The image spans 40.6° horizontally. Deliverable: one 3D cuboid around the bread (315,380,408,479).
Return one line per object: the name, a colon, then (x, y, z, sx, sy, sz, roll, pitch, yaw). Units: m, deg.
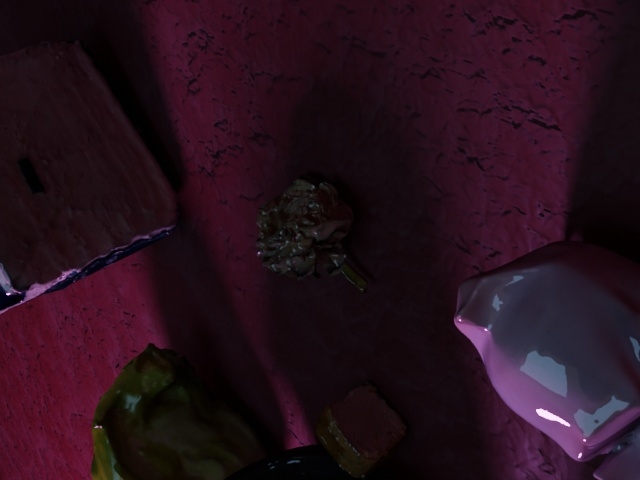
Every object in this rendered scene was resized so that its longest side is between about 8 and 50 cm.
bread: (0.039, 0.205, 0.919, 0.083, 0.077, 0.070, 46, 140, 18)

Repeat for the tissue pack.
tissue pack: (-0.401, -0.049, 1.131, 0.417, 0.253, 0.264, -21, 98, 55)

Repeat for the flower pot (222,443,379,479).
flower pot: (-0.006, 0.449, 0.988, 0.294, 0.294, 0.330, -2, 119, 52)

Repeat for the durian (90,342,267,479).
durian: (-0.189, 0.328, 1.191, 0.256, 0.204, 0.339, 33, 139, 16)

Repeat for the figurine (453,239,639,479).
figurine: (0.215, 0.105, 0.577, 0.276, 0.133, 0.200, 42, 138, 22)

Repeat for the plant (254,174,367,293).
plant: (0.000, 0.000, 0.844, 0.122, 0.104, 0.116, 38, -167, -22)
